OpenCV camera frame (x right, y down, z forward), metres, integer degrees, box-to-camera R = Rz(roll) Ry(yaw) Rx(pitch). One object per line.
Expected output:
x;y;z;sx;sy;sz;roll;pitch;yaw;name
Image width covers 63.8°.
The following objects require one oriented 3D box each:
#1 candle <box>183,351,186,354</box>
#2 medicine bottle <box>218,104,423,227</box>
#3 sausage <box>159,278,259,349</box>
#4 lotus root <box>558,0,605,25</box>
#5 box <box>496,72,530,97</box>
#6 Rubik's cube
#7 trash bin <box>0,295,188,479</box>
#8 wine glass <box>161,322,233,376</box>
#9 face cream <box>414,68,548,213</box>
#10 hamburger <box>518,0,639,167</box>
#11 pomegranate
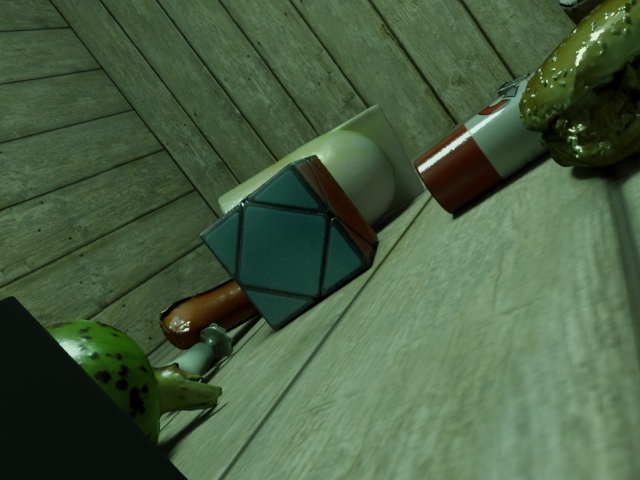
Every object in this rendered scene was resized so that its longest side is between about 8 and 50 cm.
-0.233;0.221;1.015;0.162;0.053;0.048;-67;-7;-89;candle
0.008;-0.099;1.130;0.406;0.235;0.236;-32;4;0;medicine bottle
-0.200;0.144;1.071;0.102;0.102;0.330;-35;-6;29;sausage
0.458;-0.347;0.668;0.272;0.192;0.272;-39;16;13;lotus root
0.443;-0.318;1.137;0.060;0.084;0.063;-39;10;-35;box
-0.043;-0.006;0.895;0.205;0.205;0.207;-36;5;17;Rubik's cube
-0.240;0.175;0.397;0.115;0.225;0.165;-37;4;14;trash bin
-0.212;0.207;0.866;0.072;0.072;0.155;-35;5;27;wine glass
0.239;-0.132;0.688;0.214;0.096;0.096;-36;4;22;face cream
0.277;-0.156;0.469;0.189;0.122;0.215;-37;2;24;hamburger
-0.257;0.196;0.618;0.263;0.211;0.211;-12;-8;-26;pomegranate
